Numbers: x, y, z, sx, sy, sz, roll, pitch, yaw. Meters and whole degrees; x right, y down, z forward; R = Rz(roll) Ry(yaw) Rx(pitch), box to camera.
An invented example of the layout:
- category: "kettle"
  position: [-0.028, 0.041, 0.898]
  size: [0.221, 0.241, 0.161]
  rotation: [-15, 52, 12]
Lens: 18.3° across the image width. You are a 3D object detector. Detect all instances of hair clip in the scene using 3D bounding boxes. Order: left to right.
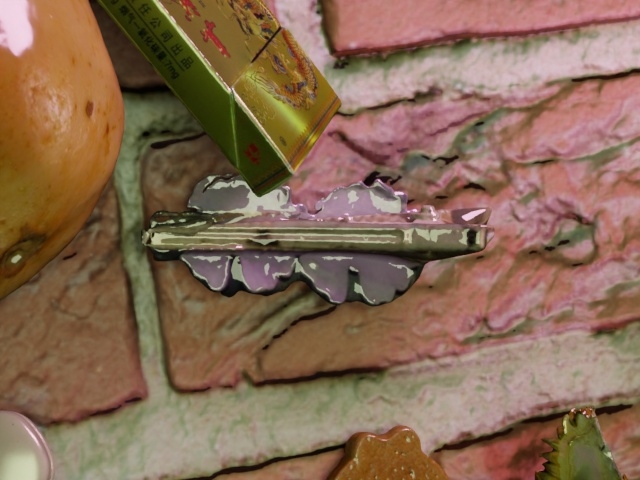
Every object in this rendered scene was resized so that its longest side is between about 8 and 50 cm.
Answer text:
- category: "hair clip"
  position: [0.000, 0.000, 1.593]
  size: [0.292, 0.084, 0.106]
  rotation: [1, 94, -11]

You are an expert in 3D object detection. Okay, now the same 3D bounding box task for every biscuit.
- category: "biscuit"
  position: [0.072, 0.264, 1.626]
  size: [0.166, 0.036, 0.225]
  rotation: [-36, 98, -21]

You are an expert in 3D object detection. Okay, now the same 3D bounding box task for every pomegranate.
- category: "pomegranate"
  position: [-0.320, -0.098, 1.397]
  size: [0.342, 0.342, 0.342]
  rotation: [0, 89, -16]

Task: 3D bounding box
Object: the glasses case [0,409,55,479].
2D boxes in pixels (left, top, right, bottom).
- category: "glasses case"
  position: [-0.294, 0.205, 1.497]
  size: [0.204, 0.051, 0.081]
  rotation: [-33, 80, 2]

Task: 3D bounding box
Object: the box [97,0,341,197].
- category: "box"
  position: [-0.109, -0.189, 1.521]
  size: [0.043, 0.173, 0.311]
  rotation: [-35, 100, 24]

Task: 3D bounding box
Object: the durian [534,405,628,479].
- category: "durian"
  position: [0.248, 0.270, 1.601]
  size: [0.172, 0.166, 0.306]
  rotation: [-38, 106, -20]
